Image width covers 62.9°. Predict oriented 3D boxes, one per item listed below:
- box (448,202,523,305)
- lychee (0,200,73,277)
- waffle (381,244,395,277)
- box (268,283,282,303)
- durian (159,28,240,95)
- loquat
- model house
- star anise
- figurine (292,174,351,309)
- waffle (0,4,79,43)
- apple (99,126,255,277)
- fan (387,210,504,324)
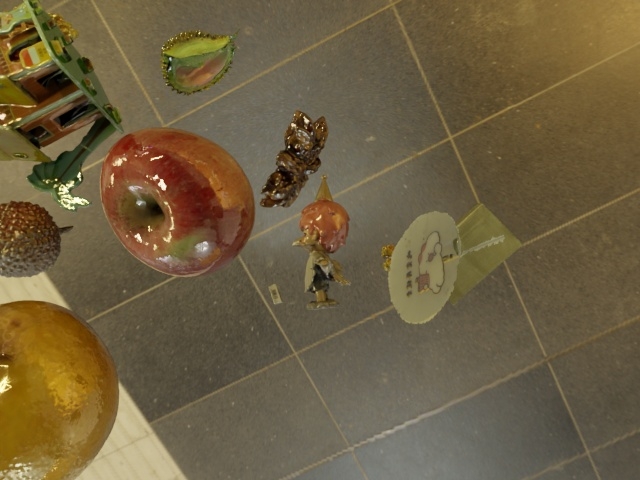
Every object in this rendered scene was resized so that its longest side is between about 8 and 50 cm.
[{"bbox_3d":[0.382,0.029,1.378,0.155,0.149,0.231,46,102,6],"label":"box"},{"bbox_3d":[-0.616,-0.002,1.081,0.165,0.197,0.165,11,109,33],"label":"lychee"},{"bbox_3d":[0.274,0.106,1.574,0.051,0.232,0.228,-48,65,23],"label":"waffle"},{"bbox_3d":[-0.126,0.153,1.483,0.024,0.083,0.054,-20,83,-5],"label":"box"},{"bbox_3d":[-0.284,-0.410,1.177,0.095,0.221,0.137,45,139,16],"label":"durian"},{"bbox_3d":[-0.483,0.272,0.852,0.329,0.328,0.359,-18,142,3],"label":"loquat"},{"bbox_3d":[-0.610,-0.246,1.079,0.324,0.300,0.340,-29,73,-3],"label":"model house"},{"bbox_3d":[-0.029,-0.146,0.869,0.073,0.233,0.177,24,142,1],"label":"star anise"},{"bbox_3d":[0.000,0.000,1.469,0.166,0.207,0.386,-5,85,16],"label":"figurine"},{"bbox_3d":[-0.869,-0.591,1.540,0.291,0.051,0.291,3,61,-5],"label":"waffle"},{"bbox_3d":[-0.299,-0.091,1.157,0.345,0.269,0.344,9,113,20],"label":"apple"},{"bbox_3d":[0.224,0.029,0.893,0.329,0.009,0.190,-18,112,-38],"label":"fan"}]
